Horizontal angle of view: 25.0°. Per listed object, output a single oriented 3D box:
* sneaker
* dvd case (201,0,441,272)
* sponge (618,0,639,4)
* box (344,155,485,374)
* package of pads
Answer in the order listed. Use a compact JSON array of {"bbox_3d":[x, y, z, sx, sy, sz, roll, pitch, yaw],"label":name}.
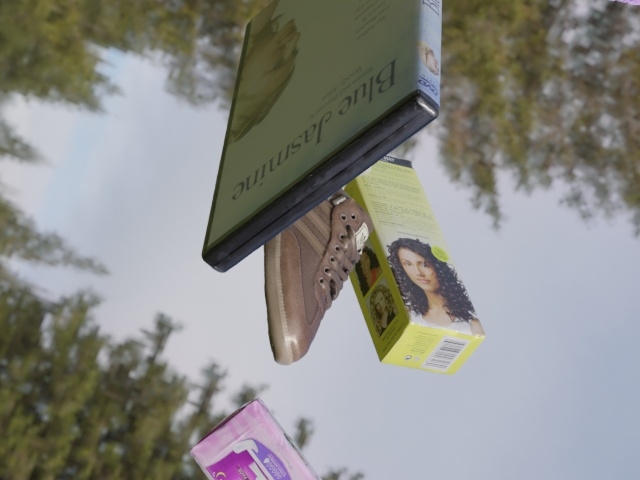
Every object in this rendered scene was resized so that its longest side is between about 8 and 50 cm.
[{"bbox_3d":[0.000,0.000,0.997,0.066,0.071,0.188,83,7,-53],"label":"sneaker"},{"bbox_3d":[0.005,-0.111,0.905,0.180,0.022,0.253,-35,-149,31],"label":"dvd case"},{"bbox_3d":[0.167,-0.265,1.055,0.031,0.117,0.210,-42,-117,36],"label":"sponge"},{"bbox_3d":[0.070,0.014,1.324,0.058,0.087,0.232,-56,-142,33],"label":"box"},{"bbox_3d":[-0.031,0.135,0.817,0.050,0.083,0.032,-38,178,1],"label":"package of pads"}]
